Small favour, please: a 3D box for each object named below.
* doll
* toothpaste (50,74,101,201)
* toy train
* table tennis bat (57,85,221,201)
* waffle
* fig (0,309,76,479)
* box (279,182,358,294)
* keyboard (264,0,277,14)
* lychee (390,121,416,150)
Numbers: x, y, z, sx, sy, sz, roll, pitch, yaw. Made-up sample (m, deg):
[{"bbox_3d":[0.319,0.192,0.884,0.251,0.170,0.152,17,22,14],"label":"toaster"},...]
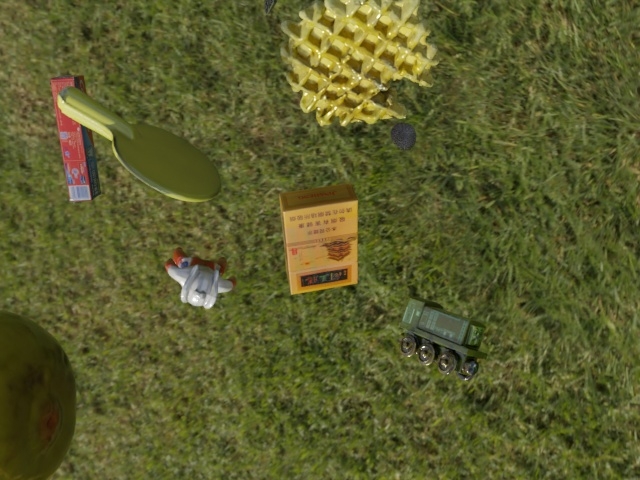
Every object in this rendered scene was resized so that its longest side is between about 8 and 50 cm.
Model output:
[{"bbox_3d":[-0.301,0.088,1.661,0.188,0.384,0.099,14,95,-11],"label":"doll"},{"bbox_3d":[-0.636,-0.265,1.717,0.066,0.076,0.321,-1,108,1],"label":"toothpaste"},{"bbox_3d":[0.263,0.211,1.423,0.225,0.090,0.137,16,86,53],"label":"toy train"},{"bbox_3d":[-0.365,-0.192,1.330,0.368,0.224,0.054,33,117,-8],"label":"table tennis bat"},{"bbox_3d":[0.067,-0.305,1.106,0.261,0.056,0.250,-5,135,12],"label":"waffle"},{"bbox_3d":[-0.559,0.259,1.001,0.343,0.343,0.344,5,101,26],"label":"fig"},{"bbox_3d":[0.000,0.000,1.575,0.174,0.076,0.274,-8,133,-6],"label":"box"},{"bbox_3d":[-0.111,-0.549,1.399,0.049,0.015,0.130,-29,63,59],"label":"keyboard"},{"bbox_3d":[0.217,-0.273,1.722,0.067,0.068,0.083,-12,50,2],"label":"lychee"}]
